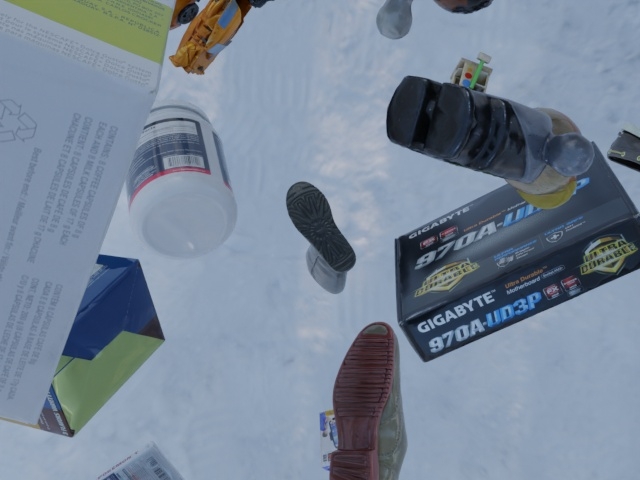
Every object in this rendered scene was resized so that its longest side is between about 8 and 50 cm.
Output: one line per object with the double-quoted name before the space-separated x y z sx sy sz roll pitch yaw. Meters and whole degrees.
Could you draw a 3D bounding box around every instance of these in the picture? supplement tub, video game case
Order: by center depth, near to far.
"video game case" -0.308 0.462 1.580 0.183 0.023 0.201 -33 117 -4
"supplement tub" -0.263 -0.115 1.703 0.191 0.272 0.191 -8 133 -9

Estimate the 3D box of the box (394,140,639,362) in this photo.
"box" 0.176 0.007 0.846 0.220 0.175 0.051 -26 111 16

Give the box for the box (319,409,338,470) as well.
"box" 0.041 0.408 1.884 0.081 0.028 0.136 -17 51 20

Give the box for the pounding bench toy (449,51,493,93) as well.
"pounding bench toy" 0.226 -0.236 1.393 0.052 0.083 0.065 20 62 -4

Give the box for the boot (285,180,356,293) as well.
"boot" -0.003 0.000 1.636 0.076 0.208 0.189 -27 84 -4

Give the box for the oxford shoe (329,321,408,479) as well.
"oxford shoe" 0.101 0.328 1.719 0.130 0.123 0.348 24 72 -45

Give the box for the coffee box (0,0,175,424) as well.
"coffee box" -0.332 -0.113 0.777 0.338 0.334 0.337 19 120 -16

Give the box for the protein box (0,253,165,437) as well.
"protein box" -0.349 0.119 1.181 0.201 0.200 0.136 6 124 28

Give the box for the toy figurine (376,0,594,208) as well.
"toy figurine" 0.123 -0.140 0.471 0.209 0.148 0.213 -38 62 34

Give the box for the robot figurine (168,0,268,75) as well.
"robot figurine" -0.163 -0.416 1.453 0.211 0.085 0.291 46 113 16

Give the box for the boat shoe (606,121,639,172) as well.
"boat shoe" 0.551 -0.114 1.477 0.081 0.228 0.068 26 104 -35
